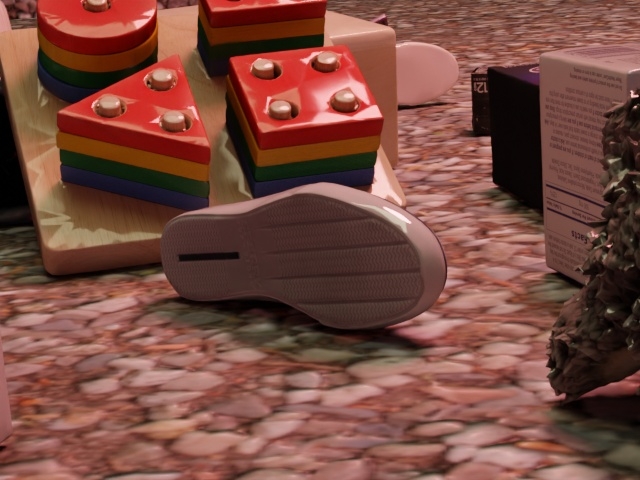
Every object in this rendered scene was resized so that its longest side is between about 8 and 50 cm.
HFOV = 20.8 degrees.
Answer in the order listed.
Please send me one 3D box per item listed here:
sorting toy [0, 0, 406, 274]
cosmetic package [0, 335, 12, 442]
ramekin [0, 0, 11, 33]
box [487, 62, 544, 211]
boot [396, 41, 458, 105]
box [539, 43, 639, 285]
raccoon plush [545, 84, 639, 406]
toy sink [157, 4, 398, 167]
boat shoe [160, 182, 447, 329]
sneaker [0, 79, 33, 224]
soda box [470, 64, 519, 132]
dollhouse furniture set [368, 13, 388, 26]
[{"bbox_3d":[-0.092,-0.107,1.259,0.255,0.089,0.257,-7,43,-14],"label":"sorting toy"},{"bbox_3d":[-0.243,0.012,0.721,0.138,0.224,0.224,-1,13,15],"label":"cosmetic package"},{"bbox_3d":[-0.403,-0.188,1.740,0.207,0.109,0.207,-4,12,1],"label":"ramekin"},{"bbox_3d":[0.275,-0.086,1.294,0.261,0.103,0.184,-6,10,-10],"label":"box"},{"bbox_3d":[0.045,-0.175,1.840,0.190,0.069,0.086,-9,16,-13],"label":"boot"},{"bbox_3d":[0.186,-0.040,1.018,0.072,0.137,0.126,-6,12,-14],"label":"box"},{"bbox_3d":[0.176,-0.081,0.683,0.299,0.446,0.216,5,48,41],"label":"raccoon plush"},{"bbox_3d":[-0.055,-0.129,1.527,0.152,0.131,0.234,-11,19,-28],"label":"toy sink"},{"bbox_3d":[0.000,0.000,1.023,0.075,0.083,0.226,-17,17,-41],"label":"boat shoe"},{"bbox_3d":[-0.321,-0.078,1.375,0.350,0.131,0.148,-1,8,15],"label":"sneaker"},{"bbox_3d":[0.226,-0.133,1.614,0.168,0.060,0.053,-1,14,12],"label":"soda box"},{"bbox_3d":[0.052,-0.189,2.051,0.114,0.091,0.081,-29,59,-8],"label":"dollhouse furniture set"}]
